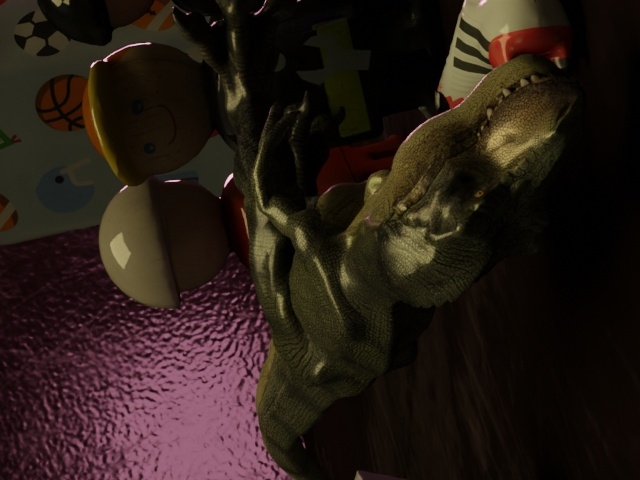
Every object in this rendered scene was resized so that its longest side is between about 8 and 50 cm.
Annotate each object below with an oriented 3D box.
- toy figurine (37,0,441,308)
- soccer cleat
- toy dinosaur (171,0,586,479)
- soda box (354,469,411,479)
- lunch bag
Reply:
[{"bbox_3d":[-0.045,-0.092,0.690,0.209,0.148,0.213,89,168,-73],"label":"toy figurine"},{"bbox_3d":[0.048,-0.052,0.442,0.083,0.029,0.035,121,144,-79],"label":"soccer cleat"},{"bbox_3d":[0.000,0.000,0.479,0.268,0.064,0.118,110,144,-64],"label":"toy dinosaur"},{"bbox_3d":[0.051,0.134,0.509,0.216,0.074,0.069,-130,52,-81],"label":"soda box"},{"bbox_3d":[-0.212,-0.175,1.456,0.385,0.328,0.238,-110,12,-51],"label":"lunch bag"}]
